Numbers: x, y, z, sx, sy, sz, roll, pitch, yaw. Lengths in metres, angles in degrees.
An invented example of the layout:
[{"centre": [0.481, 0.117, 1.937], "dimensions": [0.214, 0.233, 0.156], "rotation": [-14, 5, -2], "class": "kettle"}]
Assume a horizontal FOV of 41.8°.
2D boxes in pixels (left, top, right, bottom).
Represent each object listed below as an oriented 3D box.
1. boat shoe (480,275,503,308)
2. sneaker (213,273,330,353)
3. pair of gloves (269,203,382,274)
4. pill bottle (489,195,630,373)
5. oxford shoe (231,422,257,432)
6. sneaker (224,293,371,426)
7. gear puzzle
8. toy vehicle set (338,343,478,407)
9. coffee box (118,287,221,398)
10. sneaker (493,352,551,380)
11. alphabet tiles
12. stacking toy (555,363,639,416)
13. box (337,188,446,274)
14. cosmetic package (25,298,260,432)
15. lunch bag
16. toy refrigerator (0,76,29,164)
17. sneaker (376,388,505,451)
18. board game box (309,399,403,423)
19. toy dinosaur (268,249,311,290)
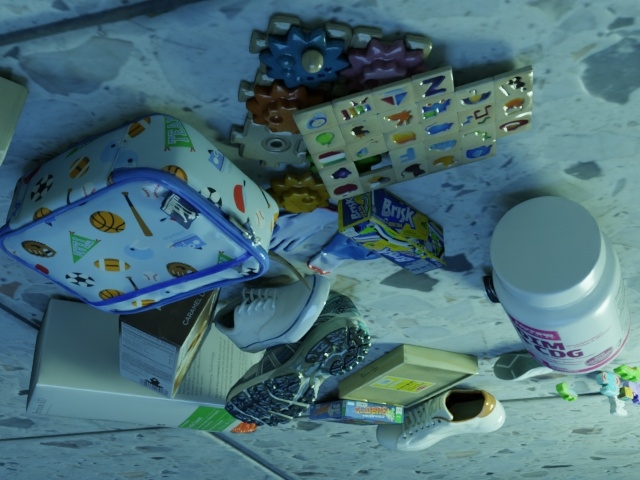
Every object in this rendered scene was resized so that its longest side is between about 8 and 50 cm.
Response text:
[{"centre": [0.282, 0.079, 1.275], "dimensions": [0.038, 0.046, 0.125], "rotation": [-16, 151, 29], "class": "boat shoe"}, {"centre": [-0.083, 0.110, 1.284], "dimensions": [0.091, 0.094, 0.258], "rotation": [29, 142, -22], "class": "sneaker"}, {"centre": [0.000, 0.000, 1.152], "dimensions": [0.198, 0.023, 0.159], "rotation": [20, 146, -35], "class": "pair of gloves"}, {"centre": [0.321, 0.064, 1.121], "dimensions": [0.160, 0.160, 0.283], "rotation": [-10, 150, 20], "class": "pill bottle"}, {"centre": [-0.227, 0.331, 1.750], "dimensions": [0.098, 0.097, 0.271], "rotation": [3, 156, 42], "class": "oxford shoe"}, {"centre": [-0.039, 0.193, 1.351], "dimensions": [0.283, 0.122, 0.110], "rotation": [-37, 123, 18], "class": "sneaker"}, {"centre": [-0.009, -0.109, 0.914], "dimensions": [0.175, 0.044, 0.339], "rotation": [6, 152, -11], "class": "gear puzzle"}, {"centre": [0.169, 0.275, 1.669], "dimensions": [0.166, 0.035, 0.267], "rotation": [13, 150, -23], "class": "toy vehicle set"}, {"centre": [-0.224, 0.124, 1.249], "dimensions": [0.098, 0.141, 0.246], "rotation": [26, 150, 1], "class": "coffee box"}, {"centre": [0.399, 0.235, 1.571], "dimensions": [0.152, 0.054, 0.061], "rotation": [-20, 149, 34], "class": "sneaker"}, {"centre": [0.106, -0.116, 0.882], "dimensions": [0.237, 0.009, 0.198], "rotation": [-16, 155, 6], "class": "alphabet tiles"}, {"centre": [0.609, 0.295, 1.694], "dimensions": [0.221, 0.052, 0.167], "rotation": [20, 145, -29], "class": "stacking toy"}, {"centre": [0.094, -0.013, 1.083], "dimensions": [0.054, 0.059, 0.169], "rotation": [-21, 146, 34], "class": "box"}, {"centre": [-0.305, 0.224, 1.450], "dimensions": [0.365, 0.155, 0.197], "rotation": [9, 153, -19], "class": "cosmetic package"}, {"centre": [-0.205, -0.014, 0.992], "dimensions": [0.303, 0.115, 0.243], "rotation": [-15, 139, 31], "class": "lunch bag"}, {"centre": [-0.409, -0.087, 0.916], "dimensions": [0.102, 0.094, 0.269], "rotation": [21, 146, -23], "class": "toy refrigerator"}, {"centre": [0.241, 0.372, 1.805], "dimensions": [0.290, 0.106, 0.123], "rotation": [-19, 138, 19], "class": "sneaker"}, {"centre": [0.075, 0.378, 1.828], "dimensions": [0.136, 0.035, 0.201], "rotation": [12, 163, -21], "class": "board game box"}, {"centre": [-0.097, 0.006, 1.105], "dimensions": [0.112, 0.064, 0.211], "rotation": [23, 175, -29], "class": "toy dinosaur"}]
